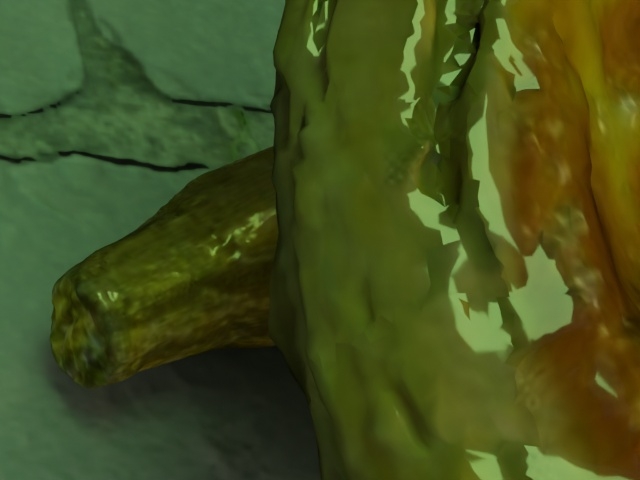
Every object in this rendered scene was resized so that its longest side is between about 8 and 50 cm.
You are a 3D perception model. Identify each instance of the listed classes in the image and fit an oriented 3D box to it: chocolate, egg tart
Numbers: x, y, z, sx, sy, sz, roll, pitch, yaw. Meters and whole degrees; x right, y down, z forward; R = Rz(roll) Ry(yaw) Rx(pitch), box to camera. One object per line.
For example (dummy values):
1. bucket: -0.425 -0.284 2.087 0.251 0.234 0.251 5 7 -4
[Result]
1. chocolate: 0.000 0.000 0.649 0.219 0.085 0.085 -24 64 -38
2. egg tart: 0.161 0.019 0.594 0.443 0.178 0.443 10 68 -24
